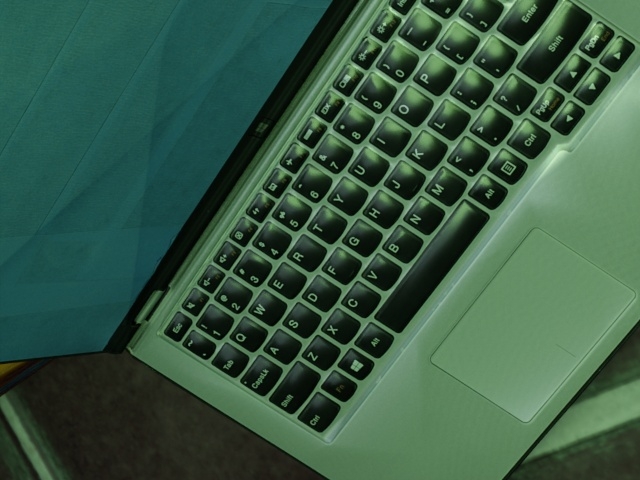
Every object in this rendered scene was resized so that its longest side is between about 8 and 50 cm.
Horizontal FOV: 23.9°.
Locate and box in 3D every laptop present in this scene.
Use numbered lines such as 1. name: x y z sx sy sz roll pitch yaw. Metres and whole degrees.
1. laptop: 0.000 0.000 0.827 0.408 0.236 0.382 33 115 -6

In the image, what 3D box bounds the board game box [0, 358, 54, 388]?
1. board game box: -0.420 0.018 1.116 0.356 0.356 0.356 -33 90 34
